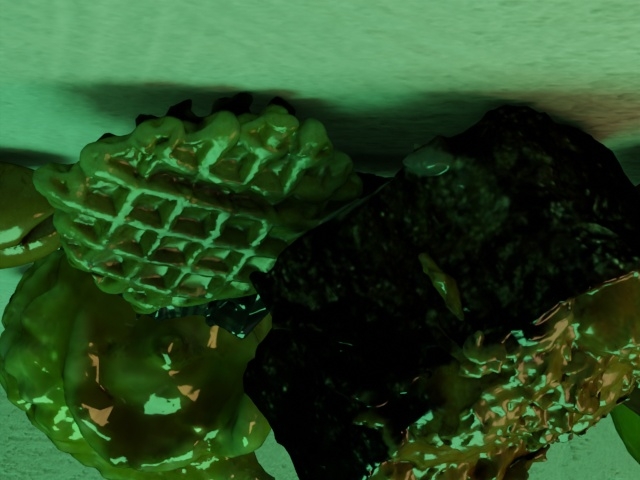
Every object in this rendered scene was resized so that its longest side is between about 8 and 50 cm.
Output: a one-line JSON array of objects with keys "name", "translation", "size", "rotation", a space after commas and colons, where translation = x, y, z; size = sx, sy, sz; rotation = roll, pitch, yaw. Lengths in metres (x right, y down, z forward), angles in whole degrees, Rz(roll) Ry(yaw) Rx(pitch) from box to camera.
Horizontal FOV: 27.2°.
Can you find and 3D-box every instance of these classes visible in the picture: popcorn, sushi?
[{"name": "popcorn", "translation": [-0.167, 0.123, 1.382], "size": [0.335, 0.279, 0.274], "rotation": [23, 140, -11]}, {"name": "sushi", "translation": [0.083, 0.073, 0.909], "size": [0.234, 0.207, 0.348], "rotation": [-1, 142, -41]}]

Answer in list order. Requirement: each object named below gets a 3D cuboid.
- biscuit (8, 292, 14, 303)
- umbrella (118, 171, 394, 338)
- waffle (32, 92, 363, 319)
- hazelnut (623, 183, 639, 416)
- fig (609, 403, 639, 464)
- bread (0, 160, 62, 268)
[{"name": "biscuit", "translation": [-0.237, 0.099, 1.876], "size": [0.407, 0.091, 0.407], "rotation": [1, 170, 0]}, {"name": "umbrella", "translation": [-0.001, 0.011, 1.066], "size": [0.337, 0.154, 0.128], "rotation": [4, -149, 0]}, {"name": "waffle", "translation": [-0.076, -0.018, 0.921], "size": [0.214, 0.054, 0.208], "rotation": [-17, 140, 5]}, {"name": "hazelnut", "translation": [0.313, 0.035, 0.986], "size": [0.217, 0.217, 0.251], "rotation": [6, 147, -21]}, {"name": "fig", "translation": [0.389, 0.111, 1.256], "size": [0.258, 0.258, 0.326], "rotation": [0, 154, 20]}, {"name": "bread", "translation": [-0.295, -0.020, 1.102], "size": [0.189, 0.077, 0.114], "rotation": [5, 134, 19]}]
